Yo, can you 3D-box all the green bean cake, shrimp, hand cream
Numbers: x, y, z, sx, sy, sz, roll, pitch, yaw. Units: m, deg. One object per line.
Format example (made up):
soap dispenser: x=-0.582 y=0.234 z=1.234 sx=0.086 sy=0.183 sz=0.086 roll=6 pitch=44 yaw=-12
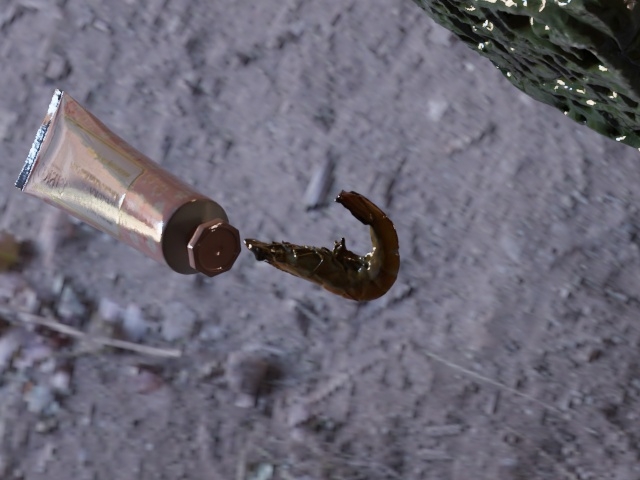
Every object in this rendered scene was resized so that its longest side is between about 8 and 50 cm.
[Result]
green bean cake: x=0.122 y=-0.117 z=0.811 sx=0.181 sy=0.173 sz=0.094 roll=30 pitch=87 yaw=41
shrimp: x=0.000 y=0.000 z=1.326 sx=0.127 sy=0.025 sz=0.091 roll=10 pitch=120 yaw=18
hand cream: x=-0.114 y=-0.030 z=1.005 sx=0.210 sy=0.043 sz=0.067 roll=28 pitch=98 yaw=48
